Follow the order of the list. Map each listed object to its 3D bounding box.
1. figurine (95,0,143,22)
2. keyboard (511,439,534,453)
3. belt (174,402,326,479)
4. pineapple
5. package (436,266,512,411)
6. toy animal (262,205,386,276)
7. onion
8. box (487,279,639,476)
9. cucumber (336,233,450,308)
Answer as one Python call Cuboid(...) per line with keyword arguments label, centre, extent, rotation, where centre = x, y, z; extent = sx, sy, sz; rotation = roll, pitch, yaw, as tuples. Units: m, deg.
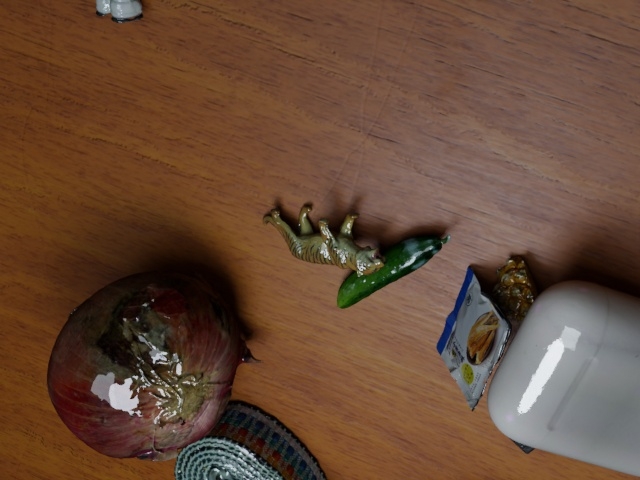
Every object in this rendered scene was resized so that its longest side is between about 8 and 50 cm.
Cuboid(label="figurine", centre=(-0.327, -0.470, 1.631), extent=(0.137, 0.110, 0.246), rotation=(25, 126, 27))
Cuboid(label="keyboard", centre=(0.387, 0.306, 1.772), extent=(0.053, 0.010, 0.155), rotation=(41, 119, -3))
Cuboid(label="belt", centre=(-0.130, 0.454, 1.928), extent=(0.295, 0.160, 0.207), rotation=(47, 119, -4))
Cuboid(label="pineapple", centre=(0.308, 0.089, 1.685), extent=(0.114, 0.077, 0.114), rotation=(-25, 68, 37))
Cuboid(label="package", centre=(0.243, 0.157, 1.681), extent=(0.027, 0.173, 0.171), rotation=(3, 120, -22))
Cuboid(label="toy animal", centre=(0.000, 0.000, 1.731), extent=(0.241, 0.056, 0.099), rotation=(8, 114, 34))
Cuboid(label="onion", centre=(-0.285, 0.216, 1.799), extent=(0.353, 0.354, 0.354), rotation=(7, 114, 16))
Cuboid(label="box", centre=(0.451, 0.218, 1.605), extent=(0.348, 0.141, 0.289), rotation=(17, 119, -9))
Cuboid(label="cucumber", centre=(0.115, 0.043, 1.729), extent=(0.250, 0.056, 0.056), rotation=(-32, 99, 29))
